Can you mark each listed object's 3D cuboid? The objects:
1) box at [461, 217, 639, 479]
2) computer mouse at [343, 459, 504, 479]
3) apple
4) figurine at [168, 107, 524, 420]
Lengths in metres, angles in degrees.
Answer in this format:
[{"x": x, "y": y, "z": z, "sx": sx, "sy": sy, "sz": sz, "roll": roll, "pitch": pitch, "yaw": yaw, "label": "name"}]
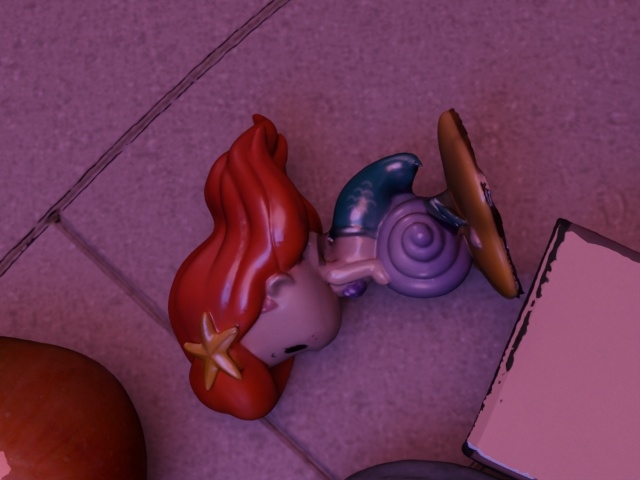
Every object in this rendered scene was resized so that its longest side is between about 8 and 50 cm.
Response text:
[{"x": 0.249, "y": 0.125, "z": 0.867, "sx": 0.252, "sy": 0.153, "sz": 0.188, "roll": 23, "pitch": 82, "yaw": 10, "label": "box"}, {"x": 0.159, "y": 0.279, "z": 0.854, "sx": 0.371, "sy": 0.122, "sz": 0.188, "roll": 25, "pitch": 95, "yaw": 11, "label": "computer mouse"}, {"x": -0.238, "y": 0.185, "z": 0.871, "sx": 0.242, "sy": 0.241, "sz": 0.242, "roll": 0, "pitch": 92, "yaw": 3, "label": "apple"}, {"x": 0.002, "y": 0.004, "z": 0.922, "sx": 0.257, "sy": 0.181, "sz": 0.208, "roll": -19, "pitch": 116, "yaw": 3, "label": "figurine"}]
